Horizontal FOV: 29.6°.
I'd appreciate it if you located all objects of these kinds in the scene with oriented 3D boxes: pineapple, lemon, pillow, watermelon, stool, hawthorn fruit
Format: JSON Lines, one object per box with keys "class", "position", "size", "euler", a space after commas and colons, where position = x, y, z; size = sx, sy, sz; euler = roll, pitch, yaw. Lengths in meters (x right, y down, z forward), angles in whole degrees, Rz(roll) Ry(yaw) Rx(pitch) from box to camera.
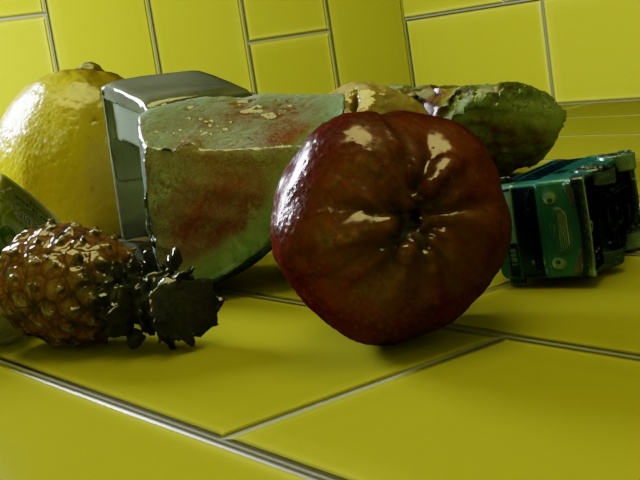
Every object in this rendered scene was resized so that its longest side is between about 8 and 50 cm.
{"class": "pineapple", "position": [-0.238, 0.067, 1.392], "size": [0.278, 0.158, 0.158], "euler": [13, 20, 34]}
{"class": "lemon", "position": [-0.440, -0.156, 2.235], "size": [0.364, 0.364, 0.364], "euler": [-8, 9, 1]}
{"class": "pillow", "position": [-0.341, 0.021, 2.004], "size": [0.130, 0.033, 0.217], "euler": [-4, 11, 17]}
{"class": "watermelon", "position": [-0.148, -0.087, 1.649], "size": [0.387, 0.258, 0.228], "euler": [-43, 4, 23]}
{"class": "stool", "position": [-0.217, -0.116, 1.904], "size": [0.170, 0.270, 0.243], "euler": [-12, 20, -23]}
{"class": "hawthorn fruit", "position": [0.064, -0.017, 1.243], "size": [0.258, 0.258, 0.262], "euler": [-14, 17, -31]}

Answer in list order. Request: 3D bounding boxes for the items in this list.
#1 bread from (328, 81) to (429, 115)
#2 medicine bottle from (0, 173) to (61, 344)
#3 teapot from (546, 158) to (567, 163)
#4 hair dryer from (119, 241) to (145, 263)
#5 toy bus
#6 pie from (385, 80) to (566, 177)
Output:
{"class": "bread", "position": [0.079, -0.141, 2.021], "size": [0.244, 0.244, 0.134], "euler": [-6, 31, 13]}
{"class": "medicine bottle", "position": [-0.404, 0.030, 1.531], "size": [0.088, 0.188, 0.132], "euler": [-18, -39, 21]}
{"class": "teapot", "position": [0.385, -0.085, 1.886], "size": [0.068, 0.076, 0.121], "euler": [-3, -24, -28]}
{"class": "hair dryer", "position": [-0.334, 0.081, 1.593], "size": [0.248, 0.078, 0.195], "euler": [-20, 12, -8]}
{"class": "toy bus", "position": [0.299, -0.031, 1.462], "size": [0.147, 0.128, 0.256], "euler": [-6, 7, 28]}
{"class": "pie", "position": [0.237, -0.182, 2.242], "size": [0.418, 0.180, 0.395], "euler": [-3, -9, 8]}
